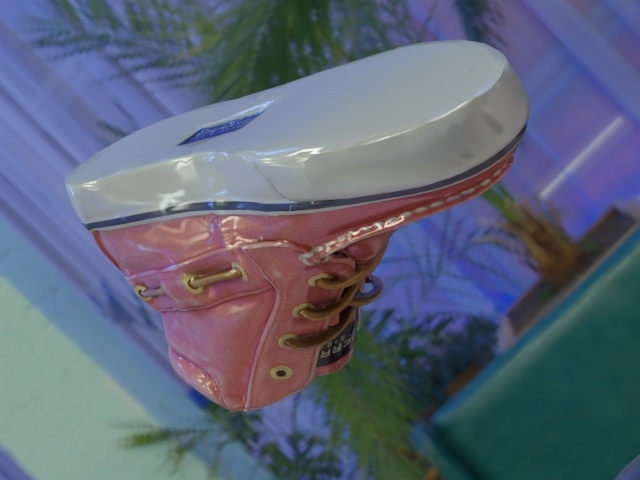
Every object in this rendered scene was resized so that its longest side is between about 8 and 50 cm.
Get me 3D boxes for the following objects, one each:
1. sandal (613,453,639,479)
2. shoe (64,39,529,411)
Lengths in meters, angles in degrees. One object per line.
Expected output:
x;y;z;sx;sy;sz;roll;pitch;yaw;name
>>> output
0.135;0.205;0.566;0.446;0.167;0.107;-56;10;50;sandal
0.000;0.000;0.395;0.178;0.081;0.063;-7;26;50;shoe
